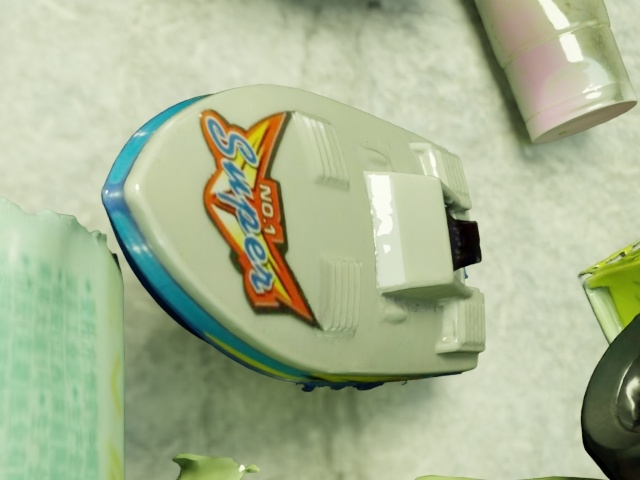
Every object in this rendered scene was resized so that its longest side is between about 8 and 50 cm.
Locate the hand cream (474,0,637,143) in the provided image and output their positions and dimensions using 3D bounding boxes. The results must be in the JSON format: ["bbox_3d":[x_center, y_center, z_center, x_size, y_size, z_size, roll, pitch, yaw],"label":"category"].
[{"bbox_3d":[0.112,-0.218,0.717,0.111,0.070,0.312,-16,83,-26],"label":"hand cream"}]

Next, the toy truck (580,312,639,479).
[{"bbox_3d":[0.152,0.112,0.318,0.147,0.165,0.224,37,61,-14],"label":"toy truck"}]

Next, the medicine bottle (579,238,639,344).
[{"bbox_3d":[0.292,0.030,0.654,0.137,0.250,0.141,-28,90,-29],"label":"medicine bottle"}]

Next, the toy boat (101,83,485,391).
[{"bbox_3d":[0.000,0.000,0.508,0.295,0.088,0.129,12,69,-62],"label":"toy boat"}]

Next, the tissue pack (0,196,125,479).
[{"bbox_3d":[-0.205,0.190,0.336,0.287,0.162,0.388,-4,78,12],"label":"tissue pack"}]

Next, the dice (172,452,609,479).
[{"bbox_3d":[0.039,0.224,0.470,0.249,0.252,0.255,11,71,-26],"label":"dice"}]
